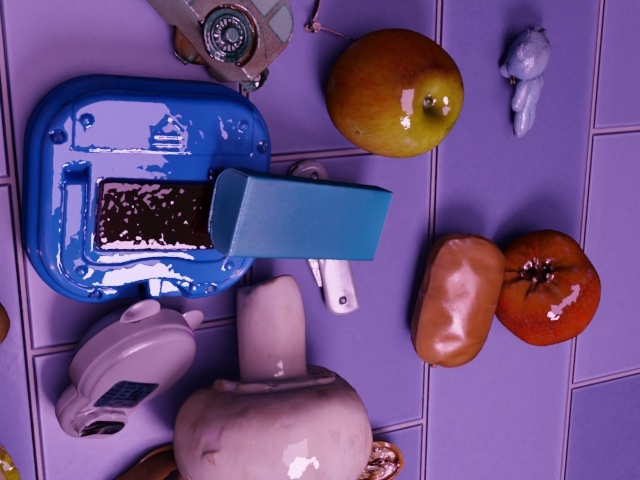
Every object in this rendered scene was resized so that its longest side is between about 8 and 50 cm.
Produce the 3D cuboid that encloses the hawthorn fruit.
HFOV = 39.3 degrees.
[{"bbox_3d":[0.392,0.098,1.566,0.196,0.196,0.225,-45,146,-9],"label":"hawthorn fruit"}]

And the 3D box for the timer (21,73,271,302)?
[{"bbox_3d":[-0.230,-0.066,1.233,0.339,0.115,0.309,-1,107,-27],"label":"timer"}]

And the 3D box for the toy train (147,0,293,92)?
[{"bbox_3d":[-0.164,-0.344,1.181,0.159,0.129,0.326,-49,118,-13],"label":"toy train"}]

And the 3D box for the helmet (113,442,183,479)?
[{"bbox_3d":[-0.228,0.438,1.366,0.198,0.130,0.224,27,90,-33],"label":"helmet"}]

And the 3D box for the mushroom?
[{"bbox_3d":[-0.077,0.225,1.312,0.314,0.314,0.336,-4,80,-25],"label":"mushroom"}]

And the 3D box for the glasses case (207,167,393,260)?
[{"bbox_3d":[-0.025,-0.035,1.285,0.301,0.070,0.117,3,106,-48],"label":"glasses case"}]

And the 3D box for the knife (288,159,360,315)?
[{"bbox_3d":[0.003,-0.001,1.409,0.073,0.040,0.266,-23,114,-14],"label":"knife"}]

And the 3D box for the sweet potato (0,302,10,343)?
[{"bbox_3d":[-0.480,0.012,1.157,0.112,0.085,0.286,-24,106,-56],"label":"sweet potato"}]

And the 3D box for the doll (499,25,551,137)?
[{"bbox_3d":[0.333,-0.266,1.489,0.120,0.075,0.180,-47,151,-51],"label":"doll"}]

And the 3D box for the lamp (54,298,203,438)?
[{"bbox_3d":[-0.284,0.176,1.271,0.246,0.108,0.179,-49,147,11],"label":"lamp"}]

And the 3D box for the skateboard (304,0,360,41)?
[{"bbox_3d":[0.024,-0.327,1.334,0.083,0.032,0.064,17,86,-26],"label":"skateboard"}]

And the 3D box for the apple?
[{"bbox_3d":[0.113,-0.213,1.319,0.195,0.196,0.196,-7,107,-24],"label":"apple"}]

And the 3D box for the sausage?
[{"bbox_3d":[0.227,0.103,1.501,0.136,0.120,0.241,7,102,-13],"label":"sausage"}]

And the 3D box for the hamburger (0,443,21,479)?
[{"bbox_3d":[-0.540,0.364,1.168,0.301,0.170,0.302,-7,109,-20],"label":"hamburger"}]

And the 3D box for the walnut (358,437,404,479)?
[{"bbox_3d":[0.082,0.378,1.545,0.121,0.052,0.091,9,101,-26],"label":"walnut"}]
